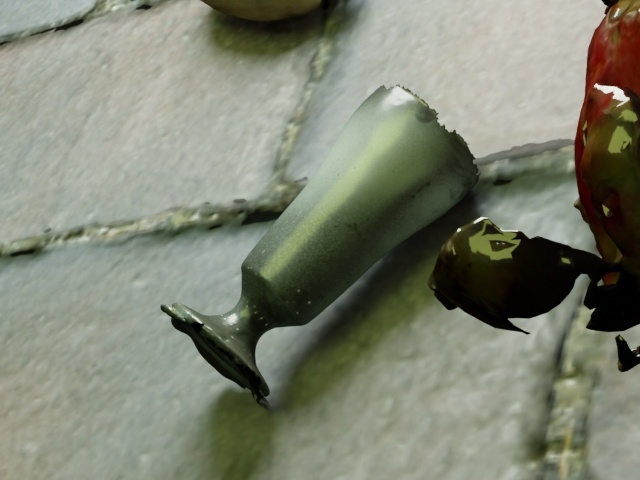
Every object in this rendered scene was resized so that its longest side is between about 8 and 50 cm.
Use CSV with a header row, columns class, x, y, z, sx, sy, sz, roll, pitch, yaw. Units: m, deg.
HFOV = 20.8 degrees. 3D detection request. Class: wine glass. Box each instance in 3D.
class,x,y,z,sx,sy,sz,roll,pitch,yaw
wine glass,0.000,0.000,0.832,0.155,0.072,0.072,-46,36,-8

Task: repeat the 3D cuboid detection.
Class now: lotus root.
class,x,y,z,sx,sy,sz,roll,pitch,yaw
lotus root,-0.033,-0.167,1.049,0.150,0.062,0.073,12,59,49

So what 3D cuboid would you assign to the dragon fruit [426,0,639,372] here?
class,x,y,z,sx,sy,sz,roll,pitch,yaw
dragon fruit,0.200,-0.065,0.591,0.269,0.250,0.291,-42,37,29
